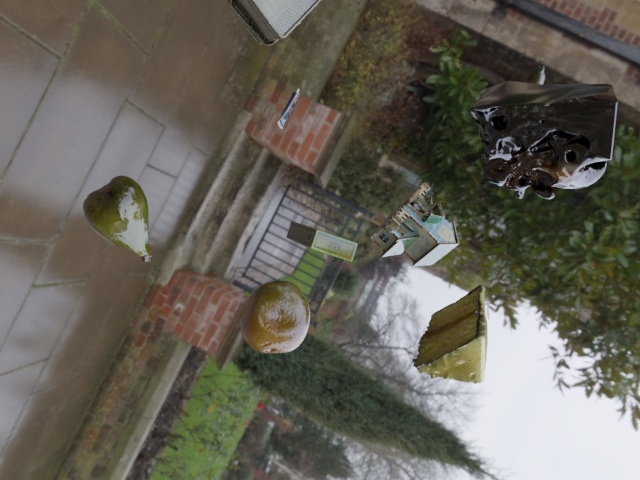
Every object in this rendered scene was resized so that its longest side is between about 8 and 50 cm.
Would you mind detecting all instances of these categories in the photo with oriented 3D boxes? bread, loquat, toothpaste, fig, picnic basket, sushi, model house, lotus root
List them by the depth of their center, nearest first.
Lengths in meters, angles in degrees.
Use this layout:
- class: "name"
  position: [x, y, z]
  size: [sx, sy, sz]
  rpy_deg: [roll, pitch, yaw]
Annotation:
- class: "sushi"
  position: [0.424, -0.190, 0.936]
  size: [0.215, 0.227, 0.213]
  rpy_deg: [-47, 135, -52]
- class: "fig"
  position: [-0.416, -0.045, 1.048]
  size: [0.133, 0.185, 0.126]
  rpy_deg: [-43, -177, -35]
- class: "bread"
  position: [0.333, 0.218, 1.134]
  size: [0.178, 0.141, 0.266]
  rpy_deg: [-54, 179, 30]
- class: "picnic basket"
  position: [-0.110, -0.693, 1.361]
  size: [0.267, 0.165, 0.139]
  rpy_deg: [-51, -147, -14]
- class: "toothpaste"
  position: [-0.093, -0.395, 1.441]
  size: [0.140, 0.021, 0.037]
  rpy_deg: [-66, 159, -16]
- class: "lotus root"
  position: [0.635, -0.472, 1.443]
  size: [0.049, 0.054, 0.099]
  rpy_deg: [-15, 140, -23]
- class: "model house"
  position: [0.308, -0.030, 1.458]
  size: [0.178, 0.206, 0.271]
  rpy_deg: [-46, 179, 43]
- class: "loquat"
  position: [-0.178, 0.300, 1.900]
  size: [0.276, 0.275, 0.284]
  rpy_deg: [93, -4, -82]

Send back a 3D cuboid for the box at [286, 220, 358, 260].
- class: "box"
  position: [0.000, -0.001, 1.462]
  size: [0.220, 0.140, 0.064]
  rpy_deg: [16, -92, 65]
